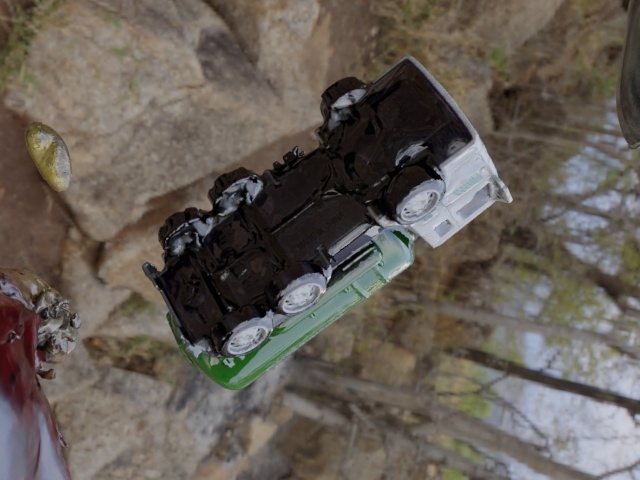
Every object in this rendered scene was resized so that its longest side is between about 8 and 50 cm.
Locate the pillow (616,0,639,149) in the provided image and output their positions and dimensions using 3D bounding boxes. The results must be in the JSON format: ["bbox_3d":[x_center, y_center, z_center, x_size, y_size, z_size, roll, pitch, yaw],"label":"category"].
[{"bbox_3d":[0.220,-0.123,0.639,0.091,0.055,0.136,24,-75,62],"label":"pillow"}]

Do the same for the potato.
[{"bbox_3d":[-0.330,-0.105,1.220,0.046,0.092,0.045,-31,-172,-27],"label":"potato"}]

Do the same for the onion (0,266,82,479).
[{"bbox_3d":[-0.247,0.129,0.537,0.281,0.221,0.281,31,50,-46],"label":"onion"}]

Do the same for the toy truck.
[{"bbox_3d":[0.000,0.000,0.646,0.242,0.101,0.125,-38,148,8],"label":"toy truck"}]
